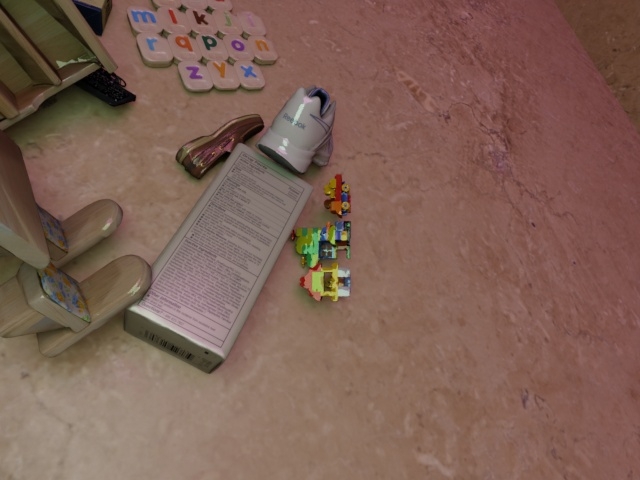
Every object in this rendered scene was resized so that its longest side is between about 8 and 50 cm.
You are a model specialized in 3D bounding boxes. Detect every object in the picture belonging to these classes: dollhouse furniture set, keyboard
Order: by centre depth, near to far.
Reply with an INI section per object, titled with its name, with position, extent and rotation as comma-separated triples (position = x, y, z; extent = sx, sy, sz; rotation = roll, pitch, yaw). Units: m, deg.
[dollhouse furniture set]
position = -0.345, -0.147, 0.471
extent = 0.256, 0.362, 0.394
rotation = -36, 53, -9
[keyboard]
position = -0.399, -0.292, 0.712
extent = 0.192, 0.038, 0.100
rotation = 31, 25, -9

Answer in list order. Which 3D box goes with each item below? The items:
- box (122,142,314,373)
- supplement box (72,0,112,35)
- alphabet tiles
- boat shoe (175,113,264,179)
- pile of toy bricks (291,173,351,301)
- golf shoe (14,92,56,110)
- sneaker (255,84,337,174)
[box]
position = -0.143, 0.019, 0.650
extent = 0.148, 0.121, 0.311
rotation = 31, 56, -7
[supplement box]
position = -0.430, -0.432, 0.780
extent = 0.083, 0.056, 0.083
rotation = 12, 61, -20
[alphabet tiles]
position = -0.234, -0.416, 0.886
extent = 0.284, 0.021, 0.278
rotation = -15, 73, -30
[boat shoe]
position = -0.168, -0.167, 0.771
extent = 0.178, 0.064, 0.060
rotation = -37, 90, -28
[pile of toy bricks]
position = 0.000, 0.000, 0.754
extent = 0.105, 0.118, 0.212
rotation = 0, 80, 5
[golf shoe]
position = -0.528, -0.255, 0.609
extent = 0.272, 0.120, 0.105
rotation = 4, 62, -25
[sneaker]
position = -0.012, -0.203, 0.766
extent = 0.111, 0.129, 0.297
rotation = 31, 20, -4
